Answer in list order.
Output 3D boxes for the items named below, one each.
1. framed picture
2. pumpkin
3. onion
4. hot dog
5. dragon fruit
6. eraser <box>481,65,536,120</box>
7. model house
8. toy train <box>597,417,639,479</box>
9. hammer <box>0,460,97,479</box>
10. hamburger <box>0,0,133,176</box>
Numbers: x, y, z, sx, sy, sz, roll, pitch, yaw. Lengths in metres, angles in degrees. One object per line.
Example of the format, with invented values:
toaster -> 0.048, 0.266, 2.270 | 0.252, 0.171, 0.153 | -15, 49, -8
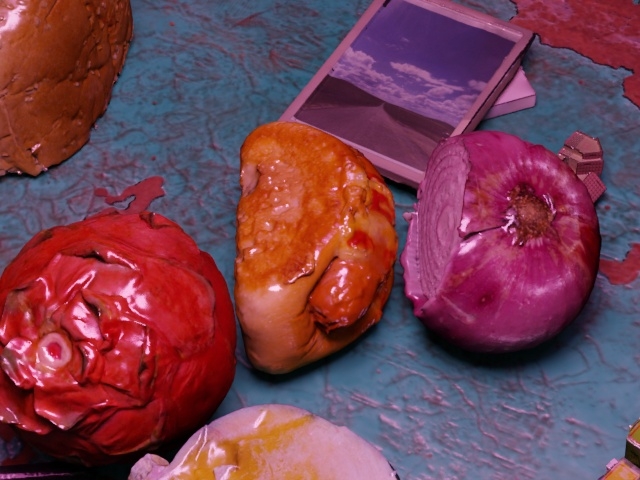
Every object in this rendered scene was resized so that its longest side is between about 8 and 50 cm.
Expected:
framed picture -> 0.096, -0.173, 1.536 | 0.189, 0.023, 0.260 | 25, 59, 21
pumpkin -> -0.050, 0.299, 1.113 | 0.293, 0.197, 0.263 | -34, 47, -14
onion -> 0.180, 0.005, 1.342 | 0.200, 0.201, 0.207 | 1, 39, 2
hot dog -> 0.000, 0.000, 1.363 | 0.153, 0.150, 0.257 | -5, 49, 6
dragon fruit -> -0.186, 0.088, 1.240 | 0.241, 0.252, 0.241 | 3, 79, -16
eraser -> 0.151, -0.174, 1.562 | 0.150, 0.023, 0.104 | -16, 55, -11
model house -> 0.266, -0.064, 1.459 | 0.058, 0.057, 0.083 | 31, 58, 27
toy train -> 0.293, 0.211, 1.255 | 0.202, 0.060, 0.081 | -39, 55, -24
hammer -> -0.328, 0.214, 1.279 | 0.246, 0.029, 0.103 | -6, 54, -6
hamburger -> -0.301, -0.234, 1.500 | 0.132, 0.211, 0.309 | 12, 56, 15
